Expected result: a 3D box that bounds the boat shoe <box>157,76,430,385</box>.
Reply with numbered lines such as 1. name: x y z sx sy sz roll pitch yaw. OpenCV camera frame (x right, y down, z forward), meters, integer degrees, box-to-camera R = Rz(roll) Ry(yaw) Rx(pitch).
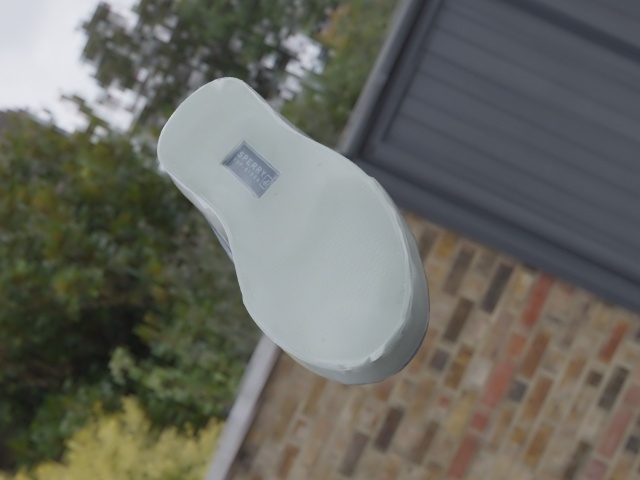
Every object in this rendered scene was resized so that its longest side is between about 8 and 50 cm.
1. boat shoe: -0.001 0.000 0.780 0.079 0.081 0.227 -44 39 4
